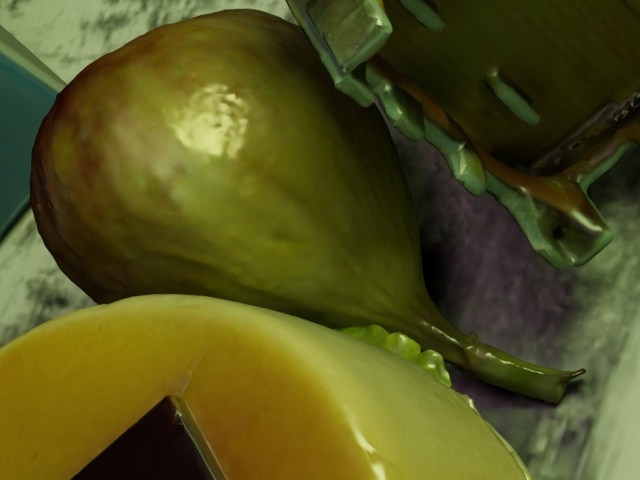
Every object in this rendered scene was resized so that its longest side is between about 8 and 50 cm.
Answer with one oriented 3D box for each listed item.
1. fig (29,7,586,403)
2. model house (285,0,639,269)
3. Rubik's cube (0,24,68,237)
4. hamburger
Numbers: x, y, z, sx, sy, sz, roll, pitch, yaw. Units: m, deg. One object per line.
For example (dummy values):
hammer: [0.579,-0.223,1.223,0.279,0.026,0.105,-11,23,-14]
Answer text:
fig: [0.000,0.000,0.705,0.257,0.159,0.159,30,84,17]
model house: [0.084,-0.143,0.642,0.198,0.224,0.215,-39,48,17]
Rubik's cube: [-0.403,-0.084,0.856,0.346,0.344,0.347,-50,52,2]
hamburger: [-0.042,0.158,0.605,0.300,0.176,0.300,-14,60,25]
